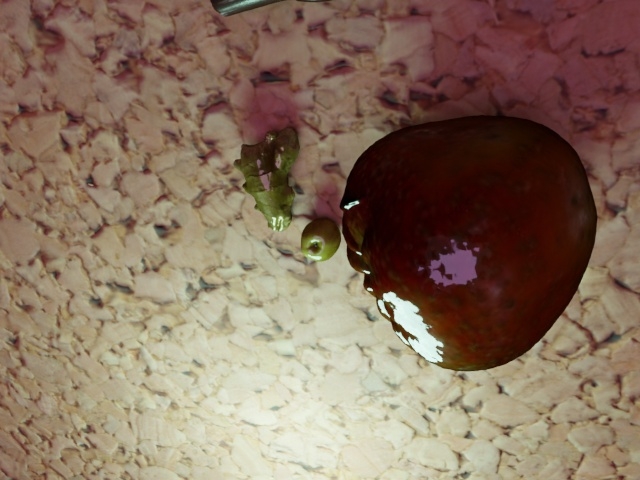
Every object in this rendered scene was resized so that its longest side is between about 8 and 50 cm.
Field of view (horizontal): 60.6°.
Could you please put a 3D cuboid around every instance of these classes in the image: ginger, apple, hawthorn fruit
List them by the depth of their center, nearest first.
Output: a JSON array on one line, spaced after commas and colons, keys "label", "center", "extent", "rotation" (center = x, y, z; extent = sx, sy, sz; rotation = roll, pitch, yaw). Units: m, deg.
[{"label": "hawthorn fruit", "center": [0.235, -0.019, 0.854], "extent": [0.403, 0.402, 0.402], "rotation": [6, 117, 12]}, {"label": "ginger", "center": [-0.102, -0.115, 1.043], "extent": [0.115, 0.081, 0.205], "rotation": [-3, 110, -19]}, {"label": "apple", "center": [0.000, 0.000, 1.077], "extent": [0.084, 0.071, 0.083], "rotation": [5, 115, 11]}]

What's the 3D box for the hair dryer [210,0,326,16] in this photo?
[{"label": "hair dryer", "center": [-0.056, -0.523, 0.803], "extent": [0.313, 0.123, 0.340], "rotation": [-5, 116, 21]}]
